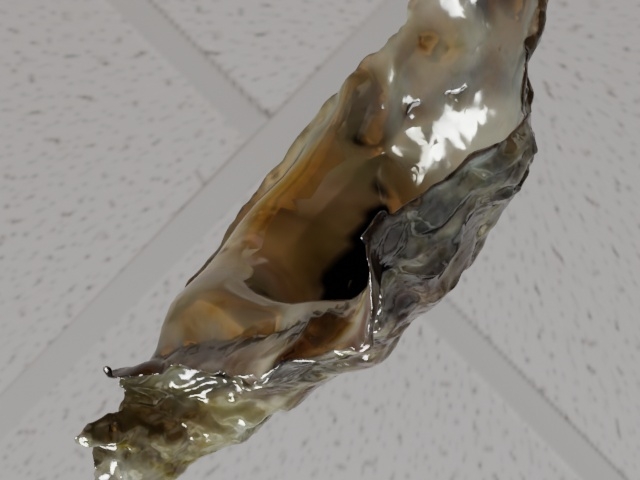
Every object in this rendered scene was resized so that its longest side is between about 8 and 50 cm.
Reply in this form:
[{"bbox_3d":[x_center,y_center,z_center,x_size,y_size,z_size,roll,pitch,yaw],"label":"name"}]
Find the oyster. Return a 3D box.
[{"bbox_3d":[0.009,0.006,0.782,0.100,0.271,0.275,40,-110,-6],"label":"oyster"}]
